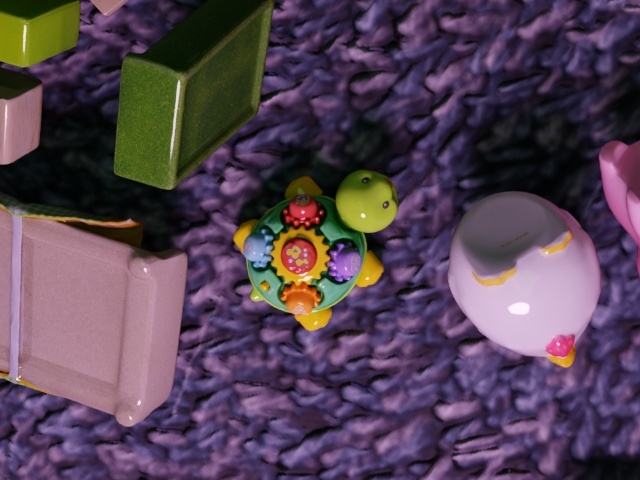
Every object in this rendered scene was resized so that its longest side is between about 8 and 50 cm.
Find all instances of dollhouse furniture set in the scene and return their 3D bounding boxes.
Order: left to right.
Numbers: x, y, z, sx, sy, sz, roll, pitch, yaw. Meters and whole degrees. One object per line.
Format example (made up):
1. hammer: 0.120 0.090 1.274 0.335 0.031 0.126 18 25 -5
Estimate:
1. dollhouse furniture set: -0.169 -0.042 0.949 0.198 0.151 0.301 18 122 11

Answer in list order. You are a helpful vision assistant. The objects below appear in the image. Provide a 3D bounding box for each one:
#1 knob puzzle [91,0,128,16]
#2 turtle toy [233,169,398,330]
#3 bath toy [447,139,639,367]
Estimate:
1. knob puzzle: -0.146 -0.288 0.960 0.213 0.030 0.213 0 92 7
2. turtle toy: 0.000 0.000 0.929 0.130 0.066 0.095 -41 86 6
3. bath toy: 0.259 -0.008 0.875 0.348 0.151 0.129 -23 132 5
